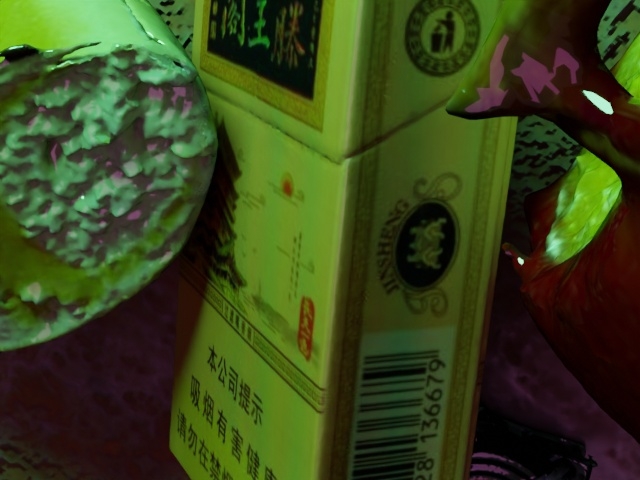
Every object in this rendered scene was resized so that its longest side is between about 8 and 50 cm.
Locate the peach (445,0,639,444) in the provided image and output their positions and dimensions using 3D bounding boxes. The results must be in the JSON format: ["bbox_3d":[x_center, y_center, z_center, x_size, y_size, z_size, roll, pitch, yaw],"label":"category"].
[{"bbox_3d":[0.256,-0.064,0.346,0.310,0.335,0.406,39,108,9],"label":"peach"}]

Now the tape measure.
[{"bbox_3d":[0.086,0.129,0.591,0.094,0.054,0.091,5,104,6],"label":"tape measure"}]

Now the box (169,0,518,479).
[{"bbox_3d":[0.000,0.000,0.515,0.076,0.174,0.274,-3,108,-26],"label":"box"}]

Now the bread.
[{"bbox_3d":[-0.154,-0.051,0.558,0.260,0.156,0.158,14,139,29],"label":"bread"}]
